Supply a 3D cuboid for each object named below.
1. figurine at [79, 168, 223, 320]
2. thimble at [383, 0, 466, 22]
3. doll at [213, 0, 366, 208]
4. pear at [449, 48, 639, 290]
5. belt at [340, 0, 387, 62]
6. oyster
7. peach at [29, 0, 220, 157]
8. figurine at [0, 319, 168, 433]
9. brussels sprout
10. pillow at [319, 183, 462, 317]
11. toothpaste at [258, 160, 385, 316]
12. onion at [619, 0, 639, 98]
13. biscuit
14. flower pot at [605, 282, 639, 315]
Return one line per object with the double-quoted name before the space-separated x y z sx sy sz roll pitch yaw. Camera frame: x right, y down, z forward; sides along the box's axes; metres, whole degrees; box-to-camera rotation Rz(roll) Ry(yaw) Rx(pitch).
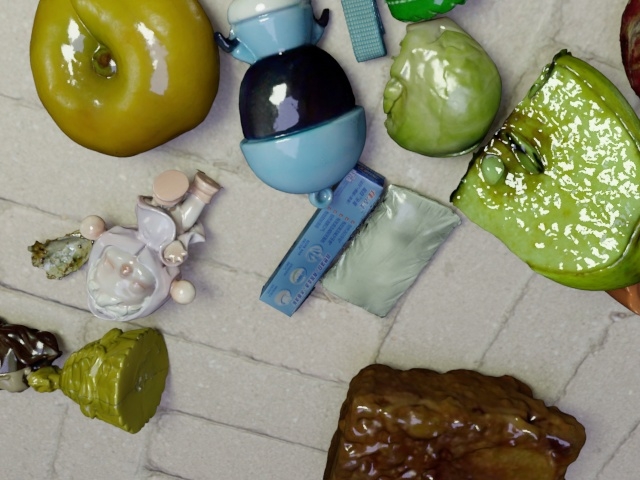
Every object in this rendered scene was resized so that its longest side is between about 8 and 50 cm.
"figurine" -0.255 0.010 1.000 0.200 0.133 0.276 37 110 -4
"thimble" 0.127 -0.321 0.800 0.118 0.130 0.090 -38 117 -21
"doll" -0.036 -0.190 0.875 0.177 0.141 0.314 -21 107 -20
"pear" 0.336 -0.075 0.844 0.255 0.164 0.238 43 118 21
"belt" 0.045 -0.306 0.829 0.065 0.100 0.179 -13 121 13
"oyster" -0.400 0.019 1.065 0.132 0.029 0.086 -7 125 2
"peach" -0.252 -0.232 0.851 0.251 0.153 0.251 3 102 13
"figurine" -0.439 0.219 1.112 0.315 0.187 0.168 3 124 10
"brussels sprout" 0.164 -0.195 0.872 0.145 0.131 0.183 17 122 18
"pillow" 0.104 0.020 1.033 0.128 0.051 0.229 29 118 -11
"toothpaste" 0.000 0.000 1.027 0.066 0.053 0.272 31 117 -9
"onion" 0.486 -0.250 0.790 0.246 0.190 0.246 2 103 9
"biscuit" 0.206 0.381 1.165 0.395 0.166 0.342 11 117 -5
"flower pot" 0.466 0.013 0.948 0.191 0.173 0.190 1 117 2
